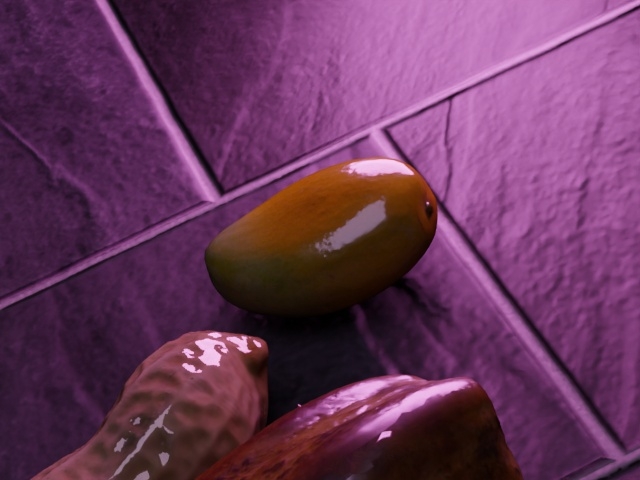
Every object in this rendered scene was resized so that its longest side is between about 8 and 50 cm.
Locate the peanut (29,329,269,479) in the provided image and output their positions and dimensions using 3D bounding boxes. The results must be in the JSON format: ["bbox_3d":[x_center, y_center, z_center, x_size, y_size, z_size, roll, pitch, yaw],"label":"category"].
[{"bbox_3d":[-0.134,0.175,0.975,0.136,0.120,0.298,-1,40,50],"label":"peanut"}]

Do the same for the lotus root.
[{"bbox_3d":[-0.001,0.214,0.876,0.291,0.193,0.193,-34,49,-18],"label":"lotus root"}]

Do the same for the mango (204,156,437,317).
[{"bbox_3d":[0.000,0.000,1.110,0.194,0.092,0.130,-13,48,11],"label":"mango"}]
